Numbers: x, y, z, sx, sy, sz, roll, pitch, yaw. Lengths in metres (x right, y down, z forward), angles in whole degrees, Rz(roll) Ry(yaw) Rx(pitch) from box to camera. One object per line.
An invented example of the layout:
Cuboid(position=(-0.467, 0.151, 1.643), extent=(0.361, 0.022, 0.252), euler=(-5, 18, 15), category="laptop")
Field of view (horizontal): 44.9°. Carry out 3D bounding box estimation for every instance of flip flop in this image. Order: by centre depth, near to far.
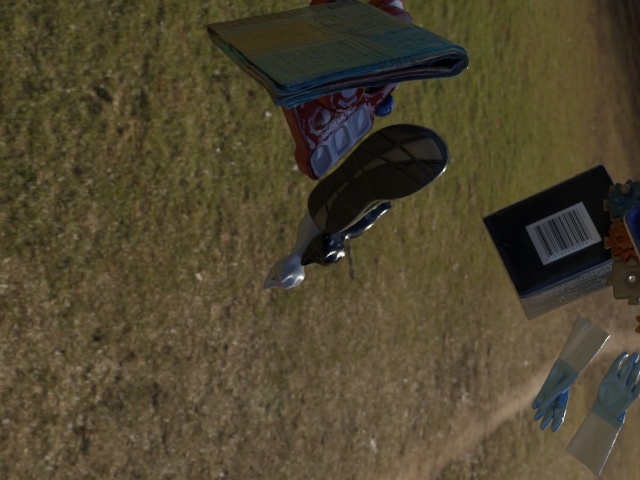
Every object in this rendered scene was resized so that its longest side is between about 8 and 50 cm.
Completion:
Cuboid(position=(0.090, -0.095, 1.216), extent=(0.080, 0.277, 0.112), euler=(-19, 79, -47), category="flip flop")

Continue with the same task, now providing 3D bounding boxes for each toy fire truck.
Cuboid(position=(0.046, -0.281, 1.364), extent=(0.302, 0.169, 0.254), euler=(-46, 145, -20), category="toy fire truck")

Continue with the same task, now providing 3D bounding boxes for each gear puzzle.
Cuboid(position=(0.629, 0.038, 1.493), extent=(0.044, 0.175, 0.339), euler=(16, 72, -46), category="gear puzzle")

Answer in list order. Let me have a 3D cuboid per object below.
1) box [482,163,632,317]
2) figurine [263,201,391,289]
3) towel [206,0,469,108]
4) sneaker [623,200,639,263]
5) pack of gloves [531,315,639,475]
Cuboid(position=(0.584, 0.020, 1.869), extent=(0.212, 0.293, 0.395), euler=(69, 11, 19), category="box")
Cuboid(position=(0.000, 0.000, 1.397), extent=(0.092, 0.215, 0.209), euler=(47, 49, -8), category="figurine")
Cuboid(position=(0.007, -0.277, 1.100), extent=(0.271, 0.370, 0.040), euler=(-14, 120, -16), category="towel")
Cuboid(position=(0.390, 0.061, 0.782), extent=(0.131, 0.112, 0.296), euler=(37, 20, -22), category="sneaker")
Cuboid(position=(0.484, 0.279, 1.435), extent=(0.046, 0.195, 0.232), euler=(17, 102, -31), category="pack of gloves")
